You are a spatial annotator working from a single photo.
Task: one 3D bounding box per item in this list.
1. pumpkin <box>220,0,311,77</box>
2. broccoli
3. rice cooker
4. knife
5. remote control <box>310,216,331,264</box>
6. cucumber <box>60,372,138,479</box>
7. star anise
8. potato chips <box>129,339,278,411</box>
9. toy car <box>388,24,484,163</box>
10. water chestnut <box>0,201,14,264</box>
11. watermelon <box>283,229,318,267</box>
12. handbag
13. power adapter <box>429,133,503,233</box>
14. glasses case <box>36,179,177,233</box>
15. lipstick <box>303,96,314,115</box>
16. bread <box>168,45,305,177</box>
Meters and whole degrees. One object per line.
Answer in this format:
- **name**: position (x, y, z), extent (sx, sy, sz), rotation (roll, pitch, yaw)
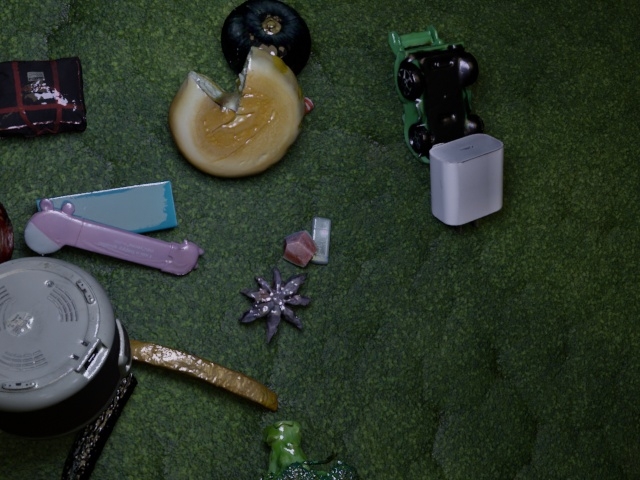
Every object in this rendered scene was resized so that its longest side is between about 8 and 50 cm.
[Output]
- **pumpkin**: position (-0.140, -0.504, 1.763), extent (0.233, 0.163, 0.233), rotation (5, 75, -18)
- **broccoli**: position (-0.056, 0.542, 1.531), extent (0.297, 0.297, 0.297), rotation (-5, 56, -18)
- **rice cooker**: position (-0.563, 0.223, 1.403), extent (0.335, 0.325, 0.335), rotation (4, 60, -8)
- **knife**: position (-0.465, 0.007, 1.582), extent (0.398, 0.038, 0.132), rotation (17, 106, -26)
- **remote control**: position (0.000, 0.000, 1.783), extent (0.053, 0.018, 0.124), rotation (7, 77, -15)
- **cucumber**: position (-0.493, 0.422, 1.514), extent (0.072, 0.072, 0.300), rotation (28, 72, -11)
- **star anise**: position (-0.107, 0.154, 1.695), extent (0.204, 0.061, 0.181), rotation (-14, 84, -20)
- **potato chips**: position (-0.273, 0.308, 1.607), extent (0.407, 0.080, 0.057), rotation (22, 63, -13)
- **toy car**: position (0.304, -0.398, 1.874), extent (0.213, 0.176, 0.359), rotation (-17, 109, -20)
- **water chestnut**: position (-0.800, 0.003, 1.366), extent (0.335, 0.347, 0.335), rotation (1, 78, -6)
- **watermelon**: position (-0.047, 0.014, 1.737), extent (0.084, 0.072, 0.092), rotation (27, 73, -18)
- **handbag**: position (-0.644, -0.321, 1.571), extent (0.215, 0.155, 0.169), rotation (-10, 89, -21)
- **power adapter**: position (0.393, -0.137, 1.851), extent (0.187, 0.124, 0.255), rotation (-19, 122, -19)
- **glasses case**: position (-0.496, -0.064, 1.614), extent (0.301, 0.070, 0.117), rotation (-10, 98, -21)
- **lipstick**: position (-0.075, -0.326, 1.813), extent (0.130, 0.038, 0.038), rotation (-41, 93, -20)
- **bread**: position (-0.200, -0.303, 1.672), extent (0.333, 0.160, 0.333), rotation (-6, 119, -10)
